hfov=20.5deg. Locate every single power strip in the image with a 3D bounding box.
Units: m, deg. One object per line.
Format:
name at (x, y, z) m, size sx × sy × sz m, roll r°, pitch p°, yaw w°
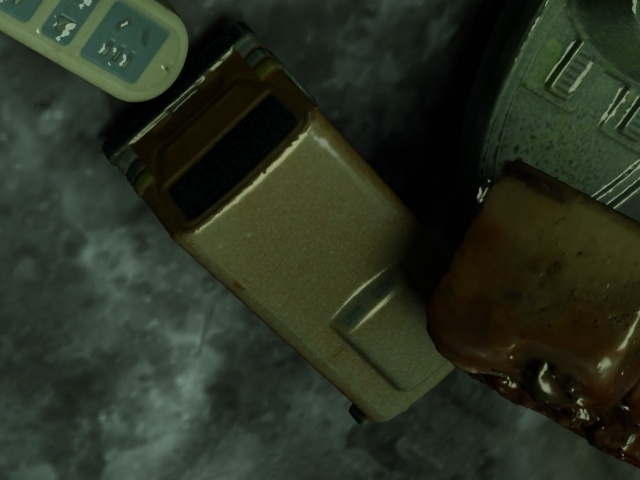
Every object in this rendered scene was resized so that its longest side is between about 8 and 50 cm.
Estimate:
power strip at (-0.122, -0.107, 0.693) m, size 0.191 × 0.030 × 0.047 m, roll 29°, pitch 102°, yaw -42°

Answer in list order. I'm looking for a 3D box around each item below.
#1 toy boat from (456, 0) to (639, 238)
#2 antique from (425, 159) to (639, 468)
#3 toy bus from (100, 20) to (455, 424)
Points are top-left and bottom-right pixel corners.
toy boat at (0.164, -0.116, 0.819) m, size 0.141 × 0.092 × 0.319 m, roll 23°, pitch 108°, yaw -39°
antique at (0.141, 0.049, 0.837) m, size 0.093 × 0.087 × 0.310 m, roll -61°, pitch 156°, yaw 1°
toy bus at (0.000, 0.000, 0.790) m, size 0.091 × 0.103 × 0.182 m, roll -43°, pitch 133°, yaw 2°
